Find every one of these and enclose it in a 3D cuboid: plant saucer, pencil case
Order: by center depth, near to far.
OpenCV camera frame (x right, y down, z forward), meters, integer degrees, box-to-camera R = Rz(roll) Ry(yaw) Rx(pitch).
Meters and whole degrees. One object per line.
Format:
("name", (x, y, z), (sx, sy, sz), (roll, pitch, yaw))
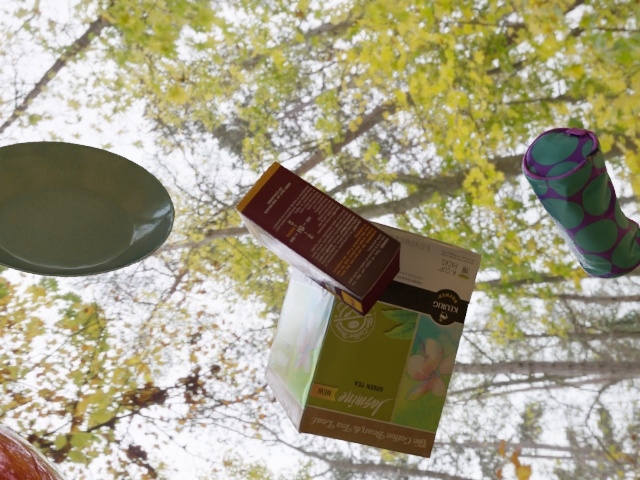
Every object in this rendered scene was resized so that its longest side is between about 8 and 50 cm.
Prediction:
("pencil case", (0.247, -0.033, 0.503), (0.151, 0.070, 0.064), (47, -175, -31))
("plant saucer", (-0.238, -0.024, 0.513), (0.195, 0.037, 0.195), (15, -143, -12))

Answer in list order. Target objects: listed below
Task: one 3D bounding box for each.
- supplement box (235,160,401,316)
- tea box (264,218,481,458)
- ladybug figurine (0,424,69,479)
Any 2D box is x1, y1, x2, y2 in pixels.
("supplement box", (0.000, 0.000, 0.671), (0.080, 0.188, 0.104), (-52, -17, -12))
("tea box", (0.067, 0.146, 0.945), (0.220, 0.329, 0.323), (15, -95, -14))
("ladybug figurine", (-0.305, 0.299, 0.394), (0.449, 0.162, 0.305), (46, -127, 7))
